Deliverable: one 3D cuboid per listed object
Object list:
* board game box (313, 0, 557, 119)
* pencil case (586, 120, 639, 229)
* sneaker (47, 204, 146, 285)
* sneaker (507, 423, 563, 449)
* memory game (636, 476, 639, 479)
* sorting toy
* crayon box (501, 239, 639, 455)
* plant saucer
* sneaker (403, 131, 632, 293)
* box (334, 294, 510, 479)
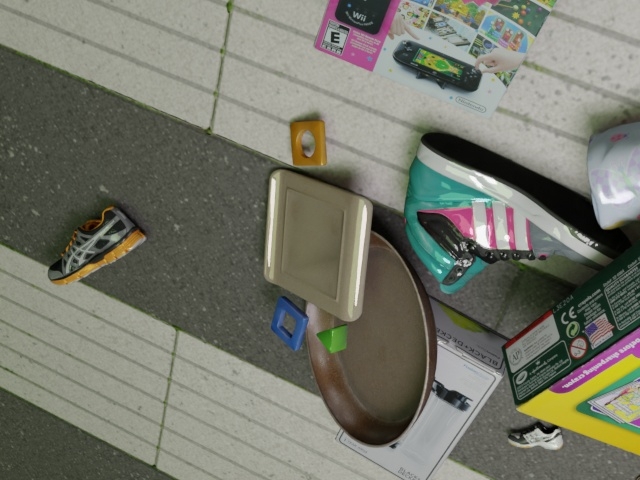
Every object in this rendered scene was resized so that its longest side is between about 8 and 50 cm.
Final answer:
[{"bbox_3d":[0.141,-0.301,0.825,0.223,0.098,0.303,21,137,-1],"label":"board game box"},{"bbox_3d":[0.437,-0.084,0.890,0.273,0.113,0.124,-11,118,30],"label":"pencil case"},{"bbox_3d":[-0.392,0.010,1.363,0.214,0.084,0.083,-27,102,25],"label":"sneaker"},{"bbox_3d":[0.328,0.296,1.221,0.083,0.032,0.037,-4,103,22],"label":"sneaker"},{"bbox_3d":[0.536,0.422,1.204,0.186,0.012,0.186,11,122,19],"label":"memory game"},{"bbox_3d":[0.000,0.000,1.151,0.196,0.047,0.348,22,114,43],"label":"sorting toy"},{"bbox_3d":[0.454,0.114,0.926,0.313,0.106,0.363,22,132,-25],"label":"crayon box"},{"bbox_3d":[0.073,0.135,1.141,0.310,0.050,0.311,5,96,59],"label":"plant saucer"},{"bbox_3d":[0.229,0.004,1.030,0.295,0.124,0.179,31,122,16],"label":"sneaker"},{"bbox_3d":[0.154,0.235,1.227,0.169,0.087,0.290,28,127,9],"label":"box"}]
